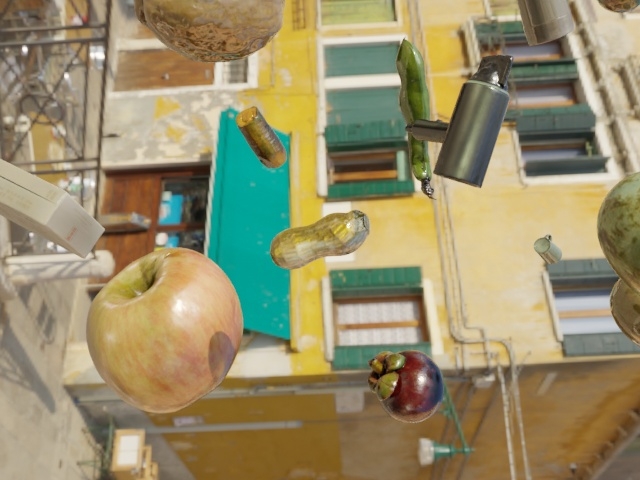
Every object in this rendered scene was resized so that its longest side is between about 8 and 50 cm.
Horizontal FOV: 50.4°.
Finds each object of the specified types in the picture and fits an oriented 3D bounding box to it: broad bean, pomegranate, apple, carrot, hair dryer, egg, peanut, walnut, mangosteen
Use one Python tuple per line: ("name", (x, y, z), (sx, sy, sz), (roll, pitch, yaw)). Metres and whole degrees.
("broad bean", (0.194, -0.239, 1.337), (0.098, 0.056, 0.317), (-162, -121, -75))
("pomegranate", (0.841, -0.704, 1.845), (0.159, 0.205, 0.159), (26, 61, -58))
("apple", (-0.380, 0.229, 1.701), (0.346, 0.392, 0.391), (61, 13, -25))
("carrot", (-0.158, -0.274, 1.838), (0.173, 0.082, 0.082), (54, 18, -26))
("hair dryer", (0.203, -0.199, 1.096), (0.248, 0.078, 0.195), (29, -77, 65))
("egg", (0.718, -0.009, 1.438), (0.238, 0.239, 0.289), (70, 5, -85))
("peanut", (0.000, 0.000, 1.325), (0.087, 0.207, 0.087), (-19, 90, -80))
("apple", (0.925, 0.176, 1.845), (0.234, 0.257, 0.256), (44, -33, 45))
("walnut", (-0.237, -0.547, 1.530), (0.306, 0.344, 0.305), (174, -90, -66))
("mangosteen", (0.193, 0.336, 1.609), (0.200, 0.200, 0.199), (-3, 90, -89))

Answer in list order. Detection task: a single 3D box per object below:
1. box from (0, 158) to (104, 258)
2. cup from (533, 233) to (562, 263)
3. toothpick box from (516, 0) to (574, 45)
("box", (-0.436, -0.058, 1.001), (0.058, 0.201, 0.141), (-60, 163, -16))
("cup", (0.629, 0.018, 1.871), (0.083, 0.055, 0.074), (31, 86, -47))
("toothpick box", (0.520, -0.563, 1.600), (0.111, 0.111, 0.180), (-89, 157, -70))
